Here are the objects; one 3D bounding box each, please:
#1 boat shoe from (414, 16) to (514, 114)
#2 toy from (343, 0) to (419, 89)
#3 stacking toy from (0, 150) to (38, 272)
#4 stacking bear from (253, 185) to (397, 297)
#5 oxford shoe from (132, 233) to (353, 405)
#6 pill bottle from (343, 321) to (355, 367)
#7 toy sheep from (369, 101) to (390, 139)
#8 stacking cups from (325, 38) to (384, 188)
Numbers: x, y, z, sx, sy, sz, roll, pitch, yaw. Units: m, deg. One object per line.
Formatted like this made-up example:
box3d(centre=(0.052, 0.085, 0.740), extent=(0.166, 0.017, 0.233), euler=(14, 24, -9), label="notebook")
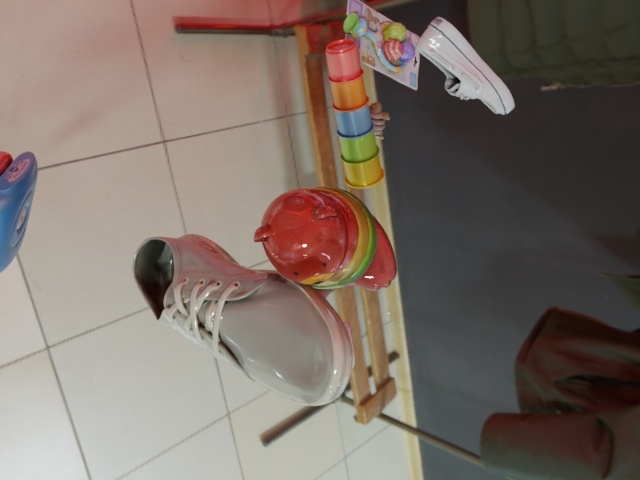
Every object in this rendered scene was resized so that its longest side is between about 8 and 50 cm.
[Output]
box3d(centre=(0.288, -0.329, 1.161), extent=(0.258, 0.095, 0.084), euler=(38, 99, -23), label="boat shoe")
box3d(centre=(0.155, -0.437, 1.270), extent=(0.237, 0.056, 0.136), euler=(11, 80, -37), label="toy")
box3d(centre=(-0.569, -0.077, 0.797), extent=(0.302, 0.175, 0.165), euler=(18, 120, -17), label="stacking toy")
box3d(centre=(0.000, 0.000, 0.809), extent=(0.289, 0.176, 0.164), euler=(20, 59, -77), label="stacking bear")
box3d(centre=(-0.134, 0.100, 0.808), extent=(0.130, 0.449, 0.169), euler=(4, 105, -44), label="oxford shoe")
box3d(centre=(-0.024, 0.272, 1.439), extent=(0.209, 0.119, 0.119), euler=(-7, 104, -2), label="pill bottle")
box3d(centre=(0.143, -0.329, 1.630), extent=(0.091, 0.091, 0.132), euler=(-10, 127, -40), label="toy sheep")
box3d(centre=(0.072, -0.261, 1.226), extent=(0.096, 0.096, 0.316), euler=(-42, 138, -29), label="stacking cups")
